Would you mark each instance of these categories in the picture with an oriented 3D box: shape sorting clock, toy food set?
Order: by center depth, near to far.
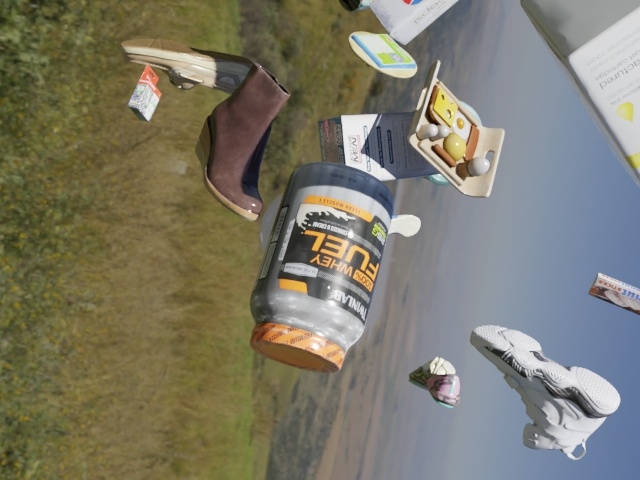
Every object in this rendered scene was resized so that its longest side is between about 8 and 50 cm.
[{"bbox_3d":[0.348,-0.274,1.822,0.306,0.092,0.219,37,60,-35],"label":"toy food set"},{"bbox_3d":[0.169,-0.506,1.994,0.206,0.206,0.040,-67,-178,-49],"label":"shape sorting clock"}]

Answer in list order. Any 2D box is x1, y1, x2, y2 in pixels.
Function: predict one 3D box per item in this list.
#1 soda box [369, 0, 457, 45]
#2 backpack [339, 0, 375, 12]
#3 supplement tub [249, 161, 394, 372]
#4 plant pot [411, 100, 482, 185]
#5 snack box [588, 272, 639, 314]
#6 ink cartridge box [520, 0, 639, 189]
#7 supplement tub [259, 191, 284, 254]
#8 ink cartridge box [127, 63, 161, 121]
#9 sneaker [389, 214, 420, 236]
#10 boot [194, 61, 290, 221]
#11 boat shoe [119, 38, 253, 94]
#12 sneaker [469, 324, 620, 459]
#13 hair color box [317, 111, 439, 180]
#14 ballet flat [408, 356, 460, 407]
[{"bbox_3d":[0.191,-0.423,1.199,0.069,0.216,0.074,60,23,16],"label":"soda box"},{"bbox_3d":[0.118,-0.779,2.054,0.225,0.191,0.253,-153,-129,-71],"label":"backpack"},{"bbox_3d":[-0.001,0.046,1.209,0.193,0.194,0.315,77,27,-66],"label":"supplement tub"},{"bbox_3d":[0.427,-0.311,2.510,0.196,0.293,0.293,-91,-177,-51],"label":"plant pot"},{"bbox_3d":[0.813,0.149,1.943,0.022,0.178,0.064,-47,157,-57],"label":"snack box"},{"bbox_3d":[0.493,-0.244,0.979,0.385,0.279,0.160,38,26,-40],"label":"ink cartridge box"},{"bbox_3d":[0.000,0.000,2.274,0.331,0.241,0.240,23,75,-42],"label":"supplement tub"},{"bbox_3d":[-0.393,-0.336,1.662,0.063,0.029,0.115,59,47,-64],"label":"ink cartridge box"},{"bbox_3d":[0.164,-0.044,1.767,0.152,0.085,0.058,-8,115,-33],"label":"sneaker"},{"bbox_3d":[-0.123,-0.176,1.272,0.090,0.248,0.207,19,118,-46],"label":"boot"},{"bbox_3d":[-0.345,-0.438,1.878,0.121,0.341,0.110,-108,-150,-61],"label":"boat shoe"},{"bbox_3d":[0.498,0.363,1.738,0.137,0.366,0.210,-19,131,-55],"label":"sneaker"},{"bbox_3d":[0.165,-0.242,1.910,0.347,0.105,0.173,-9,96,-37],"label":"hair color box"},{"bbox_3d":[0.238,0.279,1.479,0.221,0.077,0.079,170,-55,-83],"label":"ballet flat"}]
